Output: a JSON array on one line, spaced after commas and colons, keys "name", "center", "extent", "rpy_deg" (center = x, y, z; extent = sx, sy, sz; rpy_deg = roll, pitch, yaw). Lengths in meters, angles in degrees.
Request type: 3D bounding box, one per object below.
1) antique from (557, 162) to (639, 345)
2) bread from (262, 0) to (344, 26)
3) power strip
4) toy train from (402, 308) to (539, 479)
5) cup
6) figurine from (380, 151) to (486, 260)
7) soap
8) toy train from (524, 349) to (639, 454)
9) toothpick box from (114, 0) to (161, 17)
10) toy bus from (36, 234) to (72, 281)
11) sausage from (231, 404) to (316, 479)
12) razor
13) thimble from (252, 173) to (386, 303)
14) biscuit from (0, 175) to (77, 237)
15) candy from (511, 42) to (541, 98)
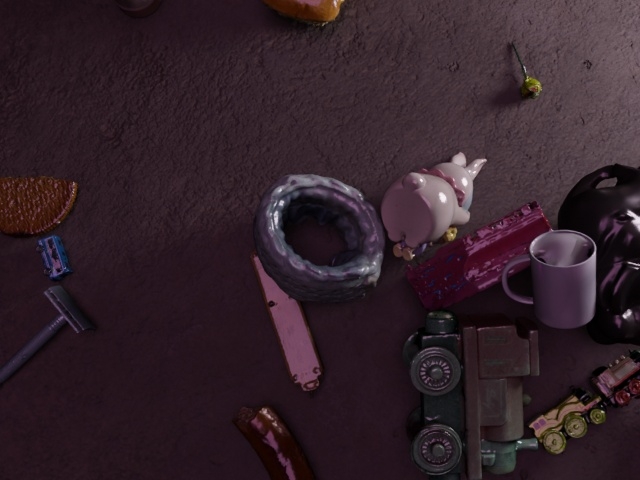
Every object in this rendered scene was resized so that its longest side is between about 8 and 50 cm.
[{"name": "antique", "center": [0.543, 0.024, 1.285], "extent": [0.255, 0.185, 0.322], "rpy_deg": [-21, 79, -6]}, {"name": "bread", "center": [-0.019, -0.532, 1.445], "extent": [0.174, 0.121, 0.245], "rpy_deg": [16, 81, 8]}, {"name": "power strip", "center": [-0.059, 0.141, 1.385], "extent": [0.064, 0.044, 0.305], "rpy_deg": [-20, 79, 1]}, {"name": "toy train", "center": [0.253, 0.265, 1.268], "extent": [0.221, 0.150, 0.304], "rpy_deg": [-2, 97, 1]}, {"name": "cup", "center": [0.372, 0.058, 1.208], "extent": [0.136, 0.133, 0.099], "rpy_deg": [17, 45, 39]}, {"name": "figurine", "center": [0.214, -0.068, 1.344], "extent": [0.127, 0.235, 0.155], "rpy_deg": [6, 111, 39]}, {"name": "soap", "center": [0.273, 0.032, 1.315], "extent": [0.250, 0.162, 0.099], "rpy_deg": [-26, 88, 1]}, {"name": "toy train", "center": [0.478, 0.279, 1.311], "extent": [0.249, 0.053, 0.085], "rpy_deg": [-34, 74, -1]}, {"name": "toothpick box", "center": [-0.372, -0.508, 1.455], "extent": [0.098, 0.149, 0.098], "rpy_deg": [-1, 81, 5]}, {"name": "toy bus", "center": [-0.509, 0.034, 1.440], "extent": [0.046, 0.038, 0.083], "rpy_deg": [-21, 81, -2]}, {"name": "sausage", "center": [-0.059, 0.420, 1.315], "extent": [0.103, 0.076, 0.302], "rpy_deg": [-16, 74, -33]}, {"name": "razor", "center": [-0.540, 0.202, 1.410], "extent": [0.232, 0.068, 0.106], "rpy_deg": [-44, 80, 2]}, {"name": "thimble", "center": [0.000, 0.000, 1.315], "extent": [0.250, 0.172, 0.205], "rpy_deg": [40, 70, 4]}, {"name": "biscuit", "center": [-0.577, -0.066, 1.468], "extent": [0.206, 0.025, 0.126], "rpy_deg": [3, 81, 6]}, {"name": "candy", "center": [0.385, -0.323, 1.426], "extent": [0.035, 0.035, 0.123], "rpy_deg": [-14, 72, -1]}]
